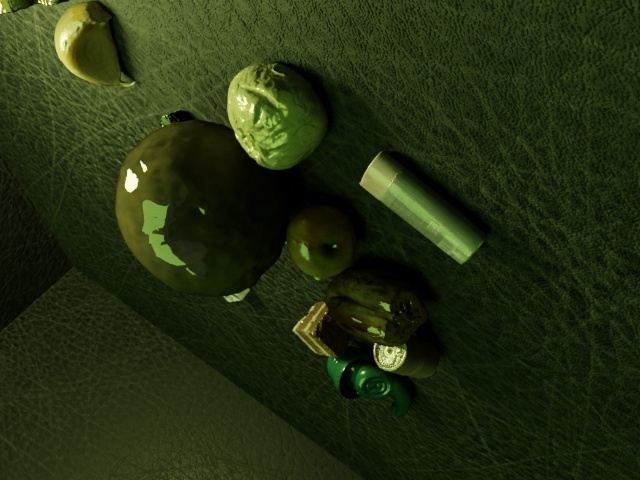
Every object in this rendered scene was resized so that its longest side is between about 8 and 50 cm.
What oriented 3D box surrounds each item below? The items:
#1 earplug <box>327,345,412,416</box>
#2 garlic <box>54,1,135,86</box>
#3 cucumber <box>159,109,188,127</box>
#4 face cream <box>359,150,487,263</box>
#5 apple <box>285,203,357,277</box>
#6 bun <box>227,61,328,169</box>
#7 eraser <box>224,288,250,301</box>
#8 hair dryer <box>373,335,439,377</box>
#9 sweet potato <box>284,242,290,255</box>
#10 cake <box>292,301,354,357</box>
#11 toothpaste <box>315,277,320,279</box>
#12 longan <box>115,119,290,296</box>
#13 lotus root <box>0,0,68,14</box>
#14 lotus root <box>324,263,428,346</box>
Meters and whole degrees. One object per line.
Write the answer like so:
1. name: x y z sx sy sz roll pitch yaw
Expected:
1. earplug: 0.151 0.436 2.077 0.257 0.164 0.280 17 -166 -49
2. garlic: -0.592 -0.499 1.684 0.164 0.145 0.245 2 146 7
3. cucumber: -0.326 -0.227 1.770 0.072 0.072 0.300 1 132 53
4. face cream: 0.202 -0.065 1.294 0.269 0.073 0.107 39 149 7
5. apple: 0.000 0.000 1.558 0.182 0.182 0.155 56 173 -26
6. bun: -0.096 -0.245 1.347 0.243 0.153 0.244 28 151 17
7. eraser: -0.359 0.125 2.350 0.210 0.068 0.124 51 153 -16
8. hair dryer: 0.164 0.234 1.773 0.189 0.107 0.344 21 -162 -49
9. sweet potato: -0.092 -0.009 1.801 0.218 0.051 0.065 52 154 -20
10. cake: 0.016 0.272 1.983 0.134 0.135 0.147 46 153 -13
11. toothpaste: -0.008 0.037 1.779 0.062 0.037 0.216 31 147 23
12. longan: -0.285 -0.079 1.579 0.436 0.404 0.404 52 152 -22
13. lotus root: -0.590 -0.599 1.344 0.316 0.316 0.250 23 140 34
14. lotus root: 0.122 0.152 1.620 0.291 0.193 0.193 13 142 54
